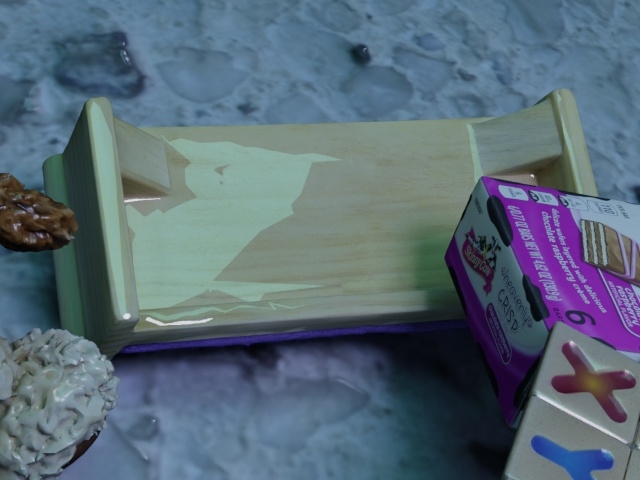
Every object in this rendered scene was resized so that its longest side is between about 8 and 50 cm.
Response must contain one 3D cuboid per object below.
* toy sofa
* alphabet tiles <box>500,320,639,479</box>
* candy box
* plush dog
[{"bbox_3d":[0.000,0.000,1.000,0.363,0.177,0.150,-3,72,-22],"label":"toy sofa"},{"bbox_3d":[0.247,0.174,0.709,0.342,0.011,0.285,28,44,0],"label":"alphabet tiles"},{"bbox_3d":[0.208,0.048,0.884,0.233,0.071,0.159,9,35,-19],"label":"candy box"},{"bbox_3d":[-0.250,0.050,0.778,0.210,0.225,0.262,40,47,21],"label":"plush dog"}]
